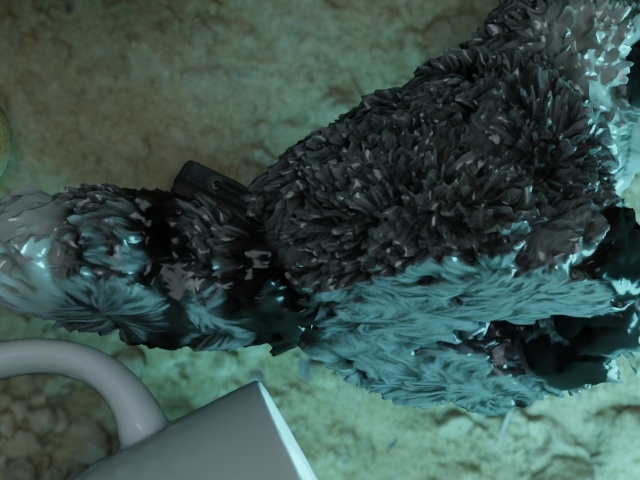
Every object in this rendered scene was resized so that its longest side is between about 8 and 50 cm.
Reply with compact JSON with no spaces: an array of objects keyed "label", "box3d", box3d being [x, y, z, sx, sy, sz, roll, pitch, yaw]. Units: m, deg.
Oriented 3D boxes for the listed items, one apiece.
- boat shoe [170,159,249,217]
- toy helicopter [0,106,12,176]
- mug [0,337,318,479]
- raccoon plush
[{"label":"boat shoe","box3d":[-0.001,0.000,0.909,0.223,0.080,0.073,15,89,-5]},{"label":"toy helicopter","box3d":[-0.350,-0.156,0.851,0.355,0.140,0.235,35,72,-17]},{"label":"mug","box3d":[-0.141,0.237,0.780,0.328,0.276,0.374,-28,83,-4]},{"label":"raccoon plush","box3d":[0.037,-0.083,0.812,0.446,0.216,0.299,14,58,-18]}]
